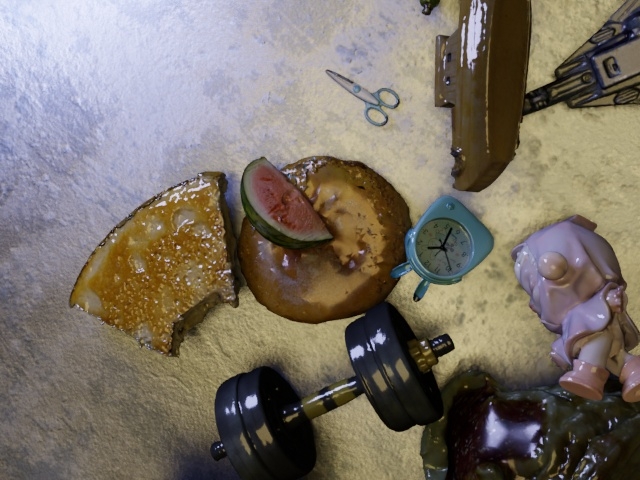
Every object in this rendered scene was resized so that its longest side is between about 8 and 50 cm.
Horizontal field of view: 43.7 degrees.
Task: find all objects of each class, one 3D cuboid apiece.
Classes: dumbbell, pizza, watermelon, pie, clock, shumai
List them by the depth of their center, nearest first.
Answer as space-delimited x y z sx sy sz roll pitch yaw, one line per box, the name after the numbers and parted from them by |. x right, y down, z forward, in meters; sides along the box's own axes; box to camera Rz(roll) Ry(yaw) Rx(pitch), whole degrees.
0.293 0.282 1.103 0.288 0.292 0.330 36 91 44 | shumai
0.167 0.016 1.136 0.108 0.045 0.147 45 77 2 | clock
0.013 0.226 1.137 0.388 0.185 0.185 -27 89 12 | dumbbell
-0.070 -0.035 1.142 0.163 0.087 0.069 50 139 13 | watermelon
0.001 0.000 1.181 0.274 0.069 0.273 0 89 10 | pie
-0.226 0.049 1.217 0.323 0.089 0.223 -40 81 13 | pizza

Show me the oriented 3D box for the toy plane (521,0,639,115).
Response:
0.380 -0.230 1.072 0.316 0.103 0.204 -22 91 11 | toy plane

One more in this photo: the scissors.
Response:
0.058 -0.220 1.178 0.119 0.014 0.058 35 96 3 | scissors

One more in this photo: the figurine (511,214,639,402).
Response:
0.344 0.085 1.047 0.133 0.200 0.275 -20 49 11 | figurine

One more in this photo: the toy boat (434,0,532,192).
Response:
0.212 -0.226 1.094 0.121 0.089 0.320 10 99 53 | toy boat

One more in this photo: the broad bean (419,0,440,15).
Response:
0.100 -0.434 1.134 0.053 0.052 0.256 -32 88 -12 | broad bean
